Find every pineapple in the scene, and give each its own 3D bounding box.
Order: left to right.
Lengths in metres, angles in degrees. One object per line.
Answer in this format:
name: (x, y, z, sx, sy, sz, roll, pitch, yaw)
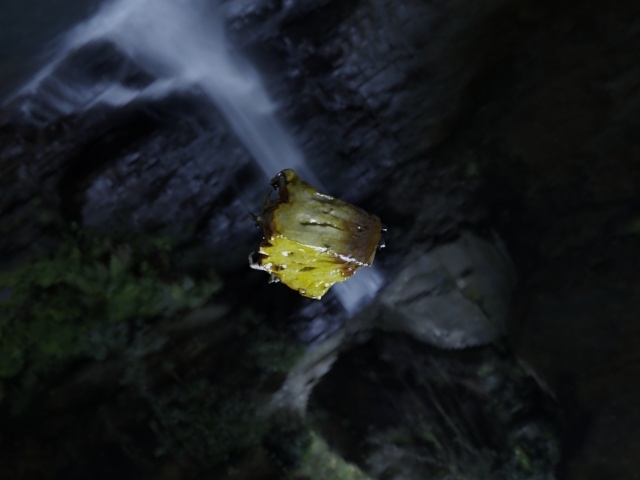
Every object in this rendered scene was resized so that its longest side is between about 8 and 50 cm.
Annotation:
pineapple: (0.000, 0.000, 0.973, 0.116, 0.137, 0.069, 2, -118, 16)
